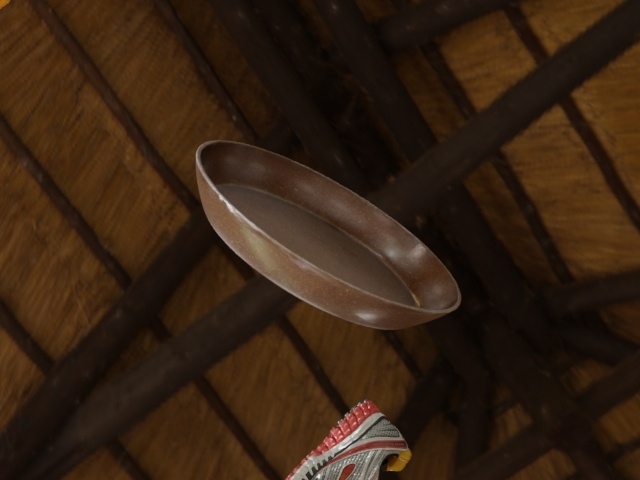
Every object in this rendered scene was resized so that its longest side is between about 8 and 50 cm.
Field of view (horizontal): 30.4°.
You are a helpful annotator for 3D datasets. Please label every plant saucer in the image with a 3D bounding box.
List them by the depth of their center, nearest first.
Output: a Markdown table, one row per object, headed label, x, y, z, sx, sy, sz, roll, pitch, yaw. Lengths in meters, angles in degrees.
| label | x | y | z | sx | sy | sz | roll | pitch | yaw |
| --- | --- | --- | --- | --- | --- | --- | --- | --- | --- |
| plant saucer | 0.000 | 0.000 | 0.658 | 0.168 | 0.168 | 0.029 | 24 | -71 | -21 |

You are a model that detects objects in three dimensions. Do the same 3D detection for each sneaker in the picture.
| label | x | y | z | sx | sy | sz | roll | pitch | yaw |
| --- | --- | --- | --- | --- | --- | --- | --- | --- | --- |
| sneaker | 0.014 | 0.265 | 1.241 | 0.225 | 0.093 | 0.088 | -41 | -15 | -32 |

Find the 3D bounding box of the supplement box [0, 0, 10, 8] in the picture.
| label | x | y | z | sx | sy | sz | roll | pitch | yaw |
| --- | --- | --- | --- | --- | --- | --- | --- | --- | --- |
| supplement box | -0.215 | -0.158 | 0.688 | 0.036 | 0.098 | 0.062 | -39 | -67 | -2 |
